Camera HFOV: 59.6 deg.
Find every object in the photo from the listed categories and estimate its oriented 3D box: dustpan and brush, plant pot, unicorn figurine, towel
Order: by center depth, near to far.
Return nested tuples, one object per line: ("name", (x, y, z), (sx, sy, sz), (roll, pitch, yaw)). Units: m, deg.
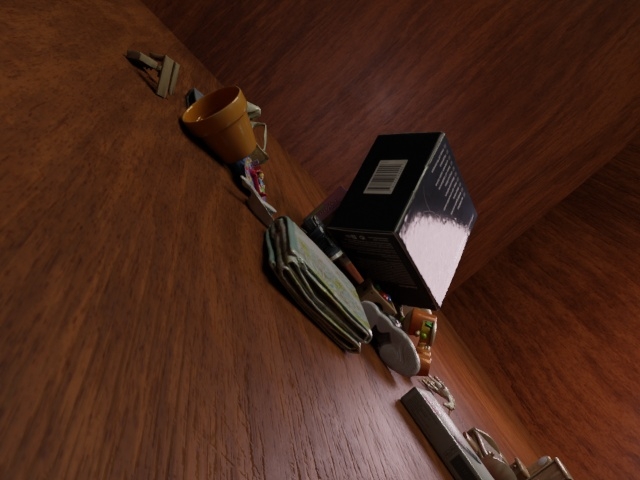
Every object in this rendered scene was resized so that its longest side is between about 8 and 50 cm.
("towel", (-0.012, 0.104, 1.468), (0.320, 0.090, 0.374), (48, 8, -17))
("dustpan and brush", (-0.185, -0.117, 1.660), (0.211, 0.060, 0.147), (40, 12, -43))
("plant pot", (-0.302, -0.354, 1.775), (0.187, 0.205, 0.205), (62, -1, -35))
("unicorn figurine", (0.381, 0.482, 1.788), (0.111, 0.060, 0.162), (47, 9, -5))

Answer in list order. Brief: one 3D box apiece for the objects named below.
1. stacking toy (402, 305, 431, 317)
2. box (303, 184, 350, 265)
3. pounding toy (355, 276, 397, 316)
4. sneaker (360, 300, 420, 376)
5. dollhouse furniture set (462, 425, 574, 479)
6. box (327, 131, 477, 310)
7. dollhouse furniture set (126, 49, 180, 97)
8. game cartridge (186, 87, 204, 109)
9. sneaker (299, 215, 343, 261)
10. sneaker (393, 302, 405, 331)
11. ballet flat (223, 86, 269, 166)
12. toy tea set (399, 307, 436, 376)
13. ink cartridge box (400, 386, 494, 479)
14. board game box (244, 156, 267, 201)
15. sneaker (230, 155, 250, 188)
("stacking toy", (0.383, 0.292, 2.428), (0.141, 0.141, 0.330), (47, 5, -6))
("box", (0.094, -0.059, 2.263), (0.243, 0.214, 0.117), (42, 11, -32))
("pounding toy", (0.218, 0.245, 1.922), (0.206, 0.094, 0.181), (46, 9, -12))
("sneaker", (0.218, 0.294, 1.670), (0.268, 0.101, 0.153), (50, 11, 30))
("dollhouse furniture set", (0.571, 0.624, 1.682), (0.355, 0.174, 0.303), (49, 8, -3))
("box", (0.332, -0.074, 2.104), (0.298, 0.479, 0.471), (5, -35, 39))
("dollhouse furniture set", (-0.554, -0.537, 1.828), (0.152, 0.123, 0.144), (14, 4, 10))
("game cartridge", (-0.415, -0.462, 2.101), (0.198, 0.062, 0.297), (48, 8, -30))
("sneaker", (-0.002, 0.001, 1.921), (0.163, 0.086, 0.226), (54, 2, -9))
("sneaker", (0.278, 0.265, 2.149), (0.192, 0.086, 0.064), (51, 9, 19))
("ballet flat", (-0.268, -0.427, 2.074), (0.116, 0.124, 0.342), (84, -13, -74))
("toy tea set", (0.312, 0.339, 1.867), (0.125, 0.199, 0.336), (11, 2, 11))
("ink cartridge box", (0.345, 0.520, 1.455), (0.275, 0.060, 0.239), (54, 12, 34))
("board game box", (-0.194, -0.188, 1.789), (0.133, 0.033, 0.168), (-91, 162, -53))
("sneaker", (-0.267, -0.239, 1.851), (0.069, 0.082, 0.209), (92, -12, -48))
